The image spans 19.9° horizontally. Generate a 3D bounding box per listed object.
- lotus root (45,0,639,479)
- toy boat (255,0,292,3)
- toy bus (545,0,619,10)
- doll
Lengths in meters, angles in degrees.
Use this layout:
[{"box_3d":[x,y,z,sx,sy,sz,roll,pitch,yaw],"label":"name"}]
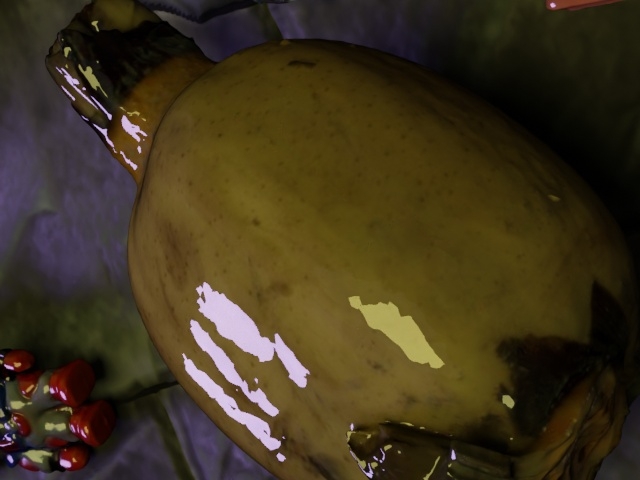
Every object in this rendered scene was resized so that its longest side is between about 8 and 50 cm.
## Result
[{"box_3d":[0.000,0.000,0.784,0.310,0.183,0.182,38,119,23],"label":"lotus root"},{"box_3d":[-0.044,-0.168,0.833,0.140,0.059,0.066,57,141,6],"label":"toy boat"},{"box_3d":[0.162,-0.279,0.593,0.233,0.203,0.427,-7,97,38],"label":"toy bus"},{"box_3d":[-0.202,0.102,1.003,0.195,0.062,0.104,-10,134,27],"label":"doll"}]
